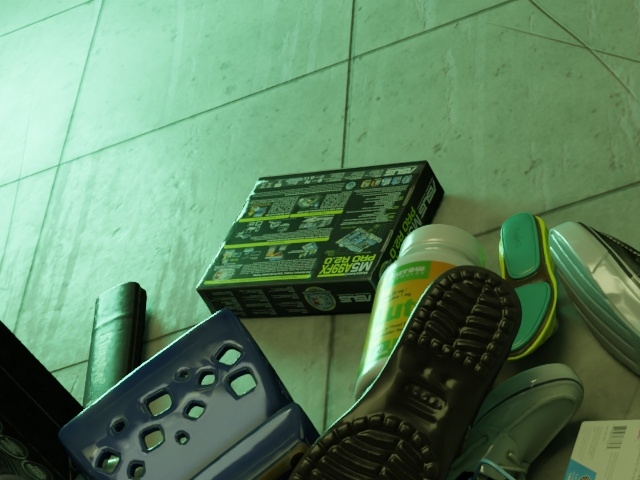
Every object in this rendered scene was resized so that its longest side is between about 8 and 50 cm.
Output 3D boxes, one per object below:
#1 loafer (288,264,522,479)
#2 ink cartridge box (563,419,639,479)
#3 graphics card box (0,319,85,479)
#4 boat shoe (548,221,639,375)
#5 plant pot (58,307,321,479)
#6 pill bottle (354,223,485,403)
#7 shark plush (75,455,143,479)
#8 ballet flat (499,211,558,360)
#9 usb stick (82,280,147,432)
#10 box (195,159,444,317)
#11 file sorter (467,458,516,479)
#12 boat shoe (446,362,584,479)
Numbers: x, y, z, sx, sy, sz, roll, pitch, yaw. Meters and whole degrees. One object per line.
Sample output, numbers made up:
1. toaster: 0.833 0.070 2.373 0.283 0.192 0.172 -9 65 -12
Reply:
1. loafer: 0.089 0.201 1.812 0.134 0.130 0.366 35 83 15
2. ink cartridge box: 0.334 0.230 1.759 0.181 0.061 0.104 -6 42 33
3. graphics card box: -0.460 0.201 2.202 0.371 0.233 0.094 -10 37 44
4. boat shoe: 0.366 0.076 1.906 0.119 0.121 0.335 -28 43 -12
5. plant pot: -0.101 0.256 1.920 0.236 0.236 0.212 -37 42 -10
6. pill bottle: 0.122 0.099 2.021 0.136 0.136 0.245 -14 38 24
7. shark plush: -0.274 0.298 2.172 0.161 0.073 0.067 -33 6 23
8. ballet flat: 0.237 0.065 2.029 0.077 0.077 0.231 -18 37 22
9. usb stick: -0.266 0.155 2.327 0.077 0.045 0.278 -20 36 14
10. box: 0.000 0.000 2.310 0.270 0.060 0.216 -5 43 34
11. file sorter: 0.141 0.311 1.724 0.118 0.104 0.170 38 69 15
12. boat shoe: 0.169 0.233 1.856 0.267 0.096 0.088 -34 38 -2
